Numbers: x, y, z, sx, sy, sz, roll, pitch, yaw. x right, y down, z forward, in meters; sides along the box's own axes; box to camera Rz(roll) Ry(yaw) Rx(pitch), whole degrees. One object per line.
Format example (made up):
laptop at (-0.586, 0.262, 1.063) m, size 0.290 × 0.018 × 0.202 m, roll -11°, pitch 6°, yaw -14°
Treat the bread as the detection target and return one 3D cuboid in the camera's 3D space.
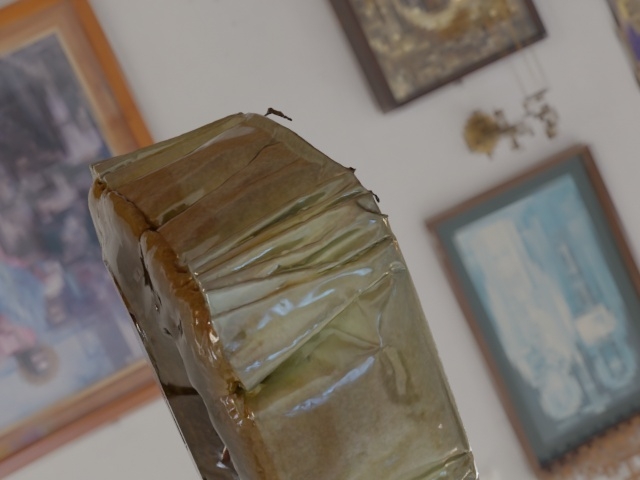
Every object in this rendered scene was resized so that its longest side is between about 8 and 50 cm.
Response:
bread at (-0.025, 0.056, 0.749) m, size 0.110 × 0.209 × 0.192 m, roll -27°, pitch -149°, yaw -14°
